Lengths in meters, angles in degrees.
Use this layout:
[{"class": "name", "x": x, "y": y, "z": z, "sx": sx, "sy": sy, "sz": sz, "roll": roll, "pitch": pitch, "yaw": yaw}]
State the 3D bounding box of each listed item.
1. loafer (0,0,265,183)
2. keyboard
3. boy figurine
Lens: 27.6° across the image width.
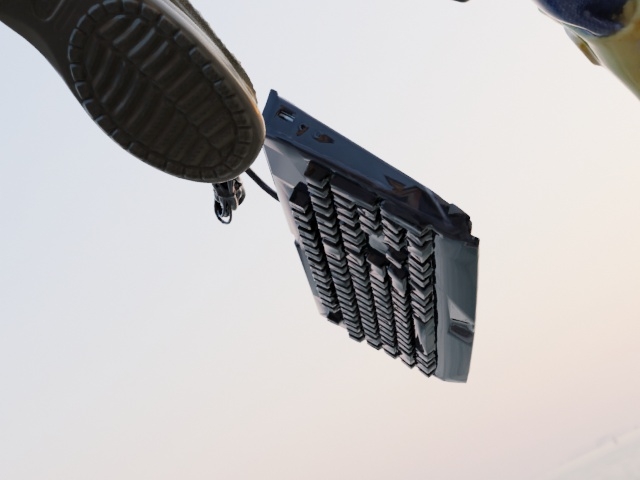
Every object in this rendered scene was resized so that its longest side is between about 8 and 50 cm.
[{"class": "loafer", "x": -0.075, "y": -0.082, "z": 0.467, "sx": 0.056, "sy": 0.148, "sz": 0.050, "roll": -41, "pitch": 11, "yaw": 29}, {"class": "keyboard", "x": 0.000, "y": 0.000, "z": 0.742, "sx": 0.033, "sy": 0.201, "sz": 0.317, "roll": -53, "pitch": -16, "yaw": -13}, {"class": "boy figurine", "x": 0.171, "y": -0.124, "z": 0.771, "sx": 0.285, "sy": 0.177, "sz": 0.092, "roll": 29, "pitch": -77, "yaw": -38}]
